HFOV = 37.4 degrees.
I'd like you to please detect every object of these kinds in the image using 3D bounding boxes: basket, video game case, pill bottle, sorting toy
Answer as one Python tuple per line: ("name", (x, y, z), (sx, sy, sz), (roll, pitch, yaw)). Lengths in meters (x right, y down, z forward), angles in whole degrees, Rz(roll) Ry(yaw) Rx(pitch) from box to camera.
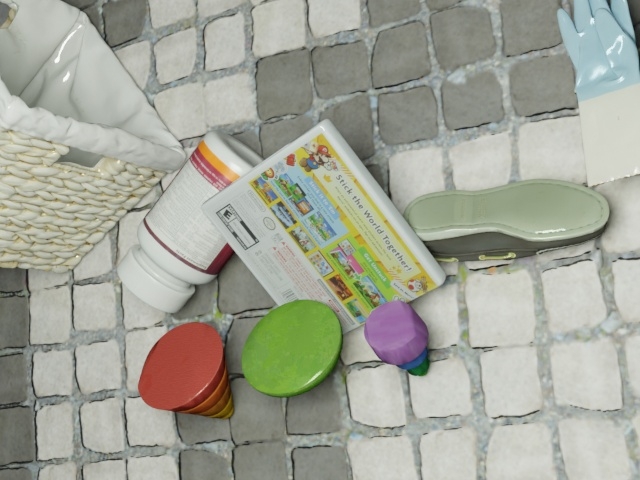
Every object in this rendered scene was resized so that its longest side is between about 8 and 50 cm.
("basket", (-0.426, -0.164, 1.252), (0.266, 0.328, 0.331), (-43, 67, 17))
("video game case", (0.000, 0.000, 1.093), (0.206, 0.026, 0.227), (-30, 102, 35))
("pill bottle", (-0.156, -0.022, 1.209), (0.121, 0.121, 0.221), (44, 103, 25))
("sorting toy", (-0.034, 0.160, 1.133), (0.366, 0.126, 0.127), (-13, 47, 22))

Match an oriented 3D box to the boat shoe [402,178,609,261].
("boat shoe", (0.209, -0.017, 1.057), (0.228, 0.068, 0.081), (-1, 53, 26))

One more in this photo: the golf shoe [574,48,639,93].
("golf shoe", (0.343, -0.126, 1.017), (0.086, 0.069, 0.176), (-44, 62, 37))

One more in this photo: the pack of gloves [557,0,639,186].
("pack of gloves", (0.351, -0.185, 0.960), (0.195, 0.046, 0.232), (-17, 72, 35))
